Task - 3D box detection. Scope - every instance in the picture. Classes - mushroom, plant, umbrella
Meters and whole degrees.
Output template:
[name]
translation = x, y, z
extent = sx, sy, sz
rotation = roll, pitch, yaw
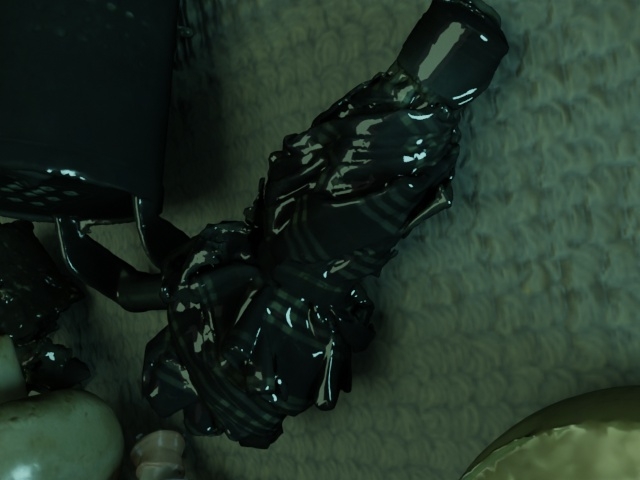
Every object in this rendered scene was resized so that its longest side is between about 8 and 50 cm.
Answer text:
[mushroom]
translation = -0.285, 0.179, 0.645
extent = 0.204, 0.204, 0.204
rotation = 5, 98, 42
[plant]
translation = -0.325, 0.085, 0.766
extent = 0.142, 0.131, 0.203
rotation = -19, 90, 37
[umbrella]
translation = 0.006, 0.010, 0.465
extent = 0.336, 0.128, 0.154
rotation = -43, 80, 28

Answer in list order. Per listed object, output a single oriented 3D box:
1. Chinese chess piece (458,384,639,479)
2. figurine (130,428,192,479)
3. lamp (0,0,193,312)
[Chinese chess piece]
translation = 0.164, 0.194, 0.336
extent = 0.249, 0.103, 0.250
rotation = -3, 85, 41
[figurine]
translation = -0.109, 0.274, 0.573
extent = 0.133, 0.200, 0.276
rotation = -57, 31, 11
[lamp]
translation = -0.210, -0.136, 0.583
extent = 0.205, 0.374, 0.272
rotation = -6, 58, 49
